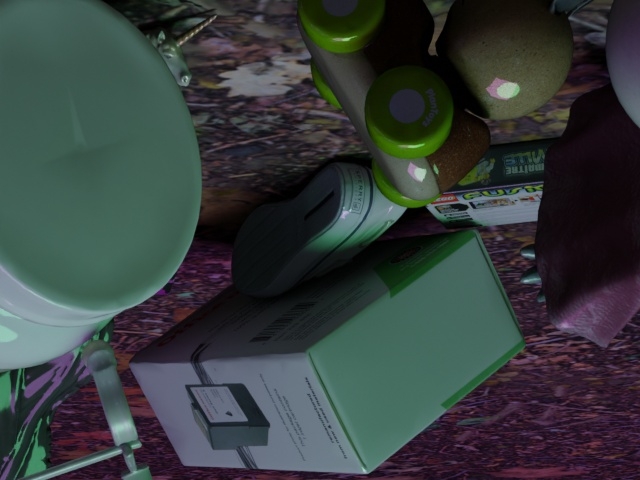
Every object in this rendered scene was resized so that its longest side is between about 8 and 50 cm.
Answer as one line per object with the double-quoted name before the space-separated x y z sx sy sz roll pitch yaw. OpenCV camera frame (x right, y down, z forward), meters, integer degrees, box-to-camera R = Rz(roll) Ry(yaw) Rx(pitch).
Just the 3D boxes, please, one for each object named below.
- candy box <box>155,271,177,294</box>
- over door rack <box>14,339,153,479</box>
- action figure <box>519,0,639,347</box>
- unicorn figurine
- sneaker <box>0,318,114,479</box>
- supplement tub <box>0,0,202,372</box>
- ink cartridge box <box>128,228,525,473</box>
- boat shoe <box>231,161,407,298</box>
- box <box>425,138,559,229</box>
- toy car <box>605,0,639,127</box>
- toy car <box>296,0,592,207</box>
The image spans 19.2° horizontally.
"candy box" -0.189 -0.019 1.542 0.159 0.071 0.233 3 165 -9
"over door rack" -0.237 0.163 1.279 0.239 0.108 0.324 -18 162 -8
"action figure" 0.293 -0.038 1.192 0.275 0.248 0.370 6 166 -29
"unicorn figurine" -0.111 -0.085 1.283 0.060 0.111 0.162 -10 -178 -19
"sneaker" -0.241 0.089 1.390 0.130 0.286 0.109 10 -160 -35
"supplement tub" -0.257 -0.023 1.209 0.324 0.235 0.235 -16 160 41
"ink cartridge box" 0.001 0.097 1.656 0.211 0.122 0.289 -35 -164 -32
"boat shoe" 0.000 0.000 1.610 0.075 0.083 0.226 7 162 -27
"box" 0.189 -0.049 1.541 0.207 0.036 0.114 -6 164 15
"toy car" 0.210 -0.119 0.897 0.210 0.238 0.219 4 164 -20
"toy car" 0.094 -0.126 1.154 0.188 0.149 0.155 -31 169 -3
